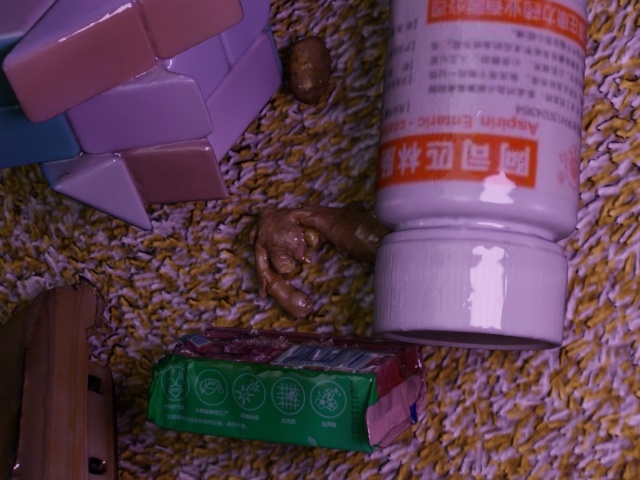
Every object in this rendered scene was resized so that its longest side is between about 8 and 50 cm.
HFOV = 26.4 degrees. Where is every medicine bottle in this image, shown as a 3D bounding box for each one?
[{"bbox_3d":[0.160,-0.080,1.392,0.211,0.211,0.371,0,79,26],"label":"medicine bottle"}]

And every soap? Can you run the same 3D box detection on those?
[{"bbox_3d":[-0.034,0.153,1.447,0.273,0.218,0.098,2,96,22],"label":"soap"}]

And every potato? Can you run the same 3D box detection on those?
[{"bbox_3d":[-0.013,-0.199,1.594,0.051,0.040,0.083,4,75,3],"label":"potato"}]

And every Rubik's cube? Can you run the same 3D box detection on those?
[{"bbox_3d":[-0.249,-0.227,1.532,0.387,0.358,0.368,17,56,28],"label":"Rubik's cube"}]

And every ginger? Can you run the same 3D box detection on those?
[{"bbox_3d":[0.000,0.000,1.541,0.176,0.052,0.193,30,94,22],"label":"ginger"}]

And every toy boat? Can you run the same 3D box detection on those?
[{"bbox_3d":[-0.298,0.240,1.533,0.136,0.162,0.445,-38,37,26],"label":"toy boat"}]
